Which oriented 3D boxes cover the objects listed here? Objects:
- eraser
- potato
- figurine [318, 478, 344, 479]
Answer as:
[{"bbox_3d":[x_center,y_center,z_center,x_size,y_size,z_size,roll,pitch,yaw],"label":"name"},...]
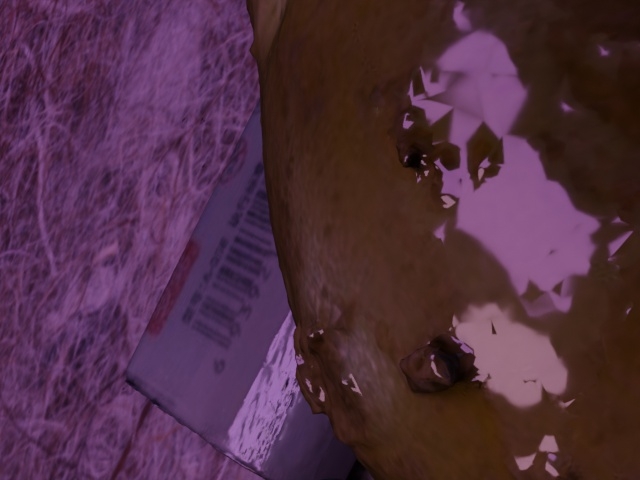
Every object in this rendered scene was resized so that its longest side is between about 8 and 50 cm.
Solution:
[{"bbox_3d":[0.000,0.000,0.845,0.174,0.081,0.227,27,89,53],"label":"eraser"},{"bbox_3d":[0.094,-0.038,0.523,0.359,0.269,0.219,57,144,22],"label":"potato"},{"bbox_3d":[0.050,0.227,0.493,0.124,0.222,0.325,-34,42,33],"label":"figurine"}]
